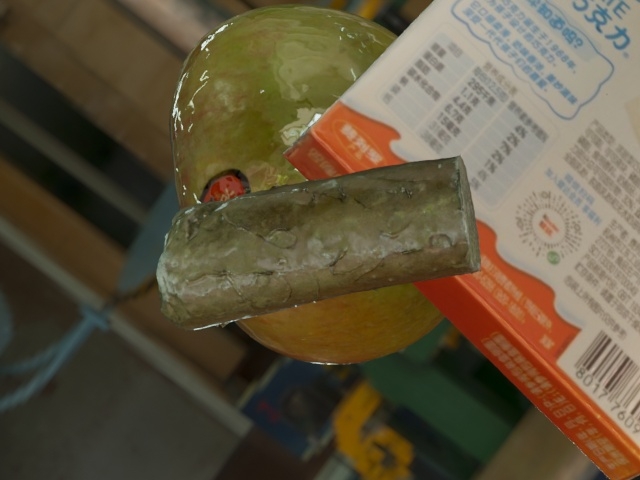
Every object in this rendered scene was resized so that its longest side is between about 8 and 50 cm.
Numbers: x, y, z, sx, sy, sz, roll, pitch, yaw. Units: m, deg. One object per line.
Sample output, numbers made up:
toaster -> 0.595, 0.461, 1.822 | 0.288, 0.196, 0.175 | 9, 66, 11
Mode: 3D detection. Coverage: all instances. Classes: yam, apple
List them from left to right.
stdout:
yam -> 0.000, 0.000, 0.770 | 0.132, 0.054, 0.054 | -11, 29, 19
apple -> 0.004, -0.043, 1.380 | 0.194, 0.260, 0.261 | -12, 24, 12

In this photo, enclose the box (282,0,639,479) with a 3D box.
box -> 0.154, -0.041, 1.146 | 0.265, 0.273, 0.048 | -47, 3, -32
